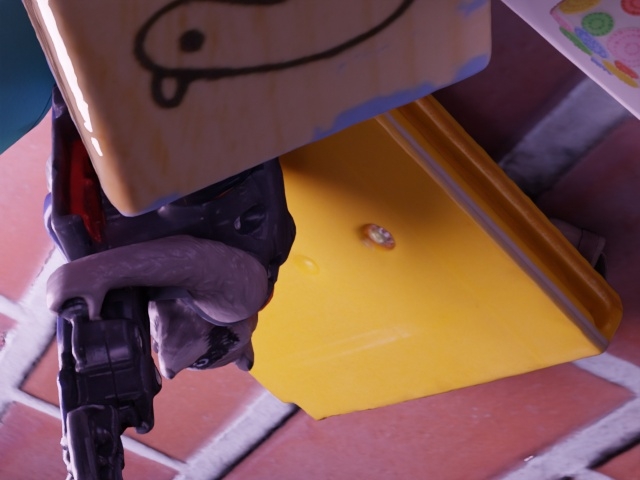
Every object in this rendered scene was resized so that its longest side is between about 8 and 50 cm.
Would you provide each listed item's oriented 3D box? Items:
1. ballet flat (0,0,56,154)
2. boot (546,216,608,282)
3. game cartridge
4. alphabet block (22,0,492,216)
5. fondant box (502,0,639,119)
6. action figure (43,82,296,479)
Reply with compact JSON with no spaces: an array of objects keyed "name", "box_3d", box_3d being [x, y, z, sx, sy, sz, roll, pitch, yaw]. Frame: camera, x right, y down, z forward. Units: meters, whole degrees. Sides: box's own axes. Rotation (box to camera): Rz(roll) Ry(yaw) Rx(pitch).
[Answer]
[{"name":"ballet flat","box_3d":[-0.195,-0.195,0.923,0.147,0.147,0.409,21,147,-3]},{"name":"boot","box_3d":[0.153,0.026,1.141,0.087,0.042,0.118,9,149,13]},{"name":"game cartridge","box_3d":[0.000,0.000,1.139,0.285,0.052,0.324,45,145,-20]},{"name":"alphabet block","box_3d":[-0.048,-0.163,0.699,0.192,0.193,0.197,-25,149,-8]},{"name":"fondant box","box_3d":[0.268,-0.142,0.655,0.238,0.096,0.330,36,129,-26]},{"name":"action figure","box_3d":[-0.069,-0.013,0.929,0.178,0.341,0.330,-4,144,-5]}]
